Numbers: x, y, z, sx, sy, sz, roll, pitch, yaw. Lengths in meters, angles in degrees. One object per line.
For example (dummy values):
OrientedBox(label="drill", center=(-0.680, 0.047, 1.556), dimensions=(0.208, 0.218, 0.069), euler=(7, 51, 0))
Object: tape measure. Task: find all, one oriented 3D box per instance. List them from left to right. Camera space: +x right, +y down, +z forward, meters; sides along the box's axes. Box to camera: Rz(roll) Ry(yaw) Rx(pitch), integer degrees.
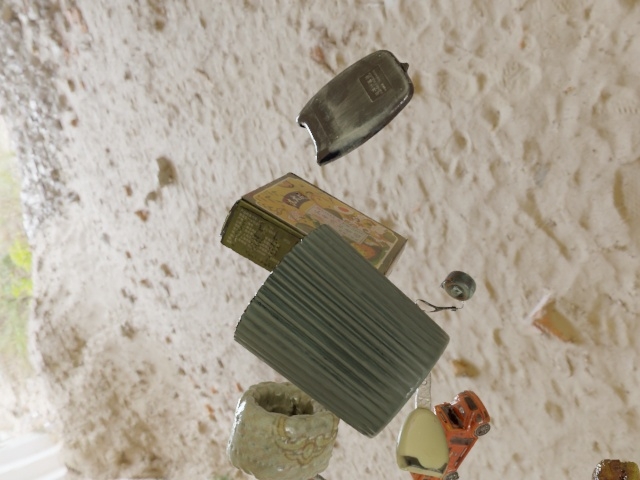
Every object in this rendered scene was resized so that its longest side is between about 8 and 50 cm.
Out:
OrientedBox(label="tape measure", center=(0.383, 0.169, 1.935), dimensions=(0.104, 0.179, 0.107), euler=(50, 150, 14))

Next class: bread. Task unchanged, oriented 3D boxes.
OrientedBox(label="bread", center=(0.643, 0.579, 1.404), dimensions=(0.103, 0.172, 0.132), euler=(7, 141, 19))

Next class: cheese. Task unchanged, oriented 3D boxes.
OrientedBox(label="cheese", center=(0.244, 0.425, 1.526), dimensions=(0.054, 0.127, 0.252), euler=(120, 163, -53))

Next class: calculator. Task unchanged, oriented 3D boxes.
OrientedBox(label="calculator", center=(0.072, -0.282, 1.331), dimensions=(0.040, 0.268, 0.177), euler=(32, -154, -57))

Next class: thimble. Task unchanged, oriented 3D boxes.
OrientedBox(label="thimble", center=(-0.099, 0.519, 1.747), dimensions=(0.291, 0.291, 0.195), euler=(26, 105, 54))

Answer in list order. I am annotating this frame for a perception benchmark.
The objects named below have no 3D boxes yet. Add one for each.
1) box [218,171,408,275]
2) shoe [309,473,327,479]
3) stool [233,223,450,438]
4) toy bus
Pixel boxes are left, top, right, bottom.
OrientedBox(label="box", center=(0.000, 0.000, 1.711), dimensions=(0.420, 0.373, 0.138), euler=(31, 114, 8))
OrientedBox(label="shoe", center=(-0.051, 0.744, 1.891), dimensions=(0.291, 0.137, 0.114), euler=(40, 159, -23))
OrientedBox(label="stool", center=(0.049, 0.181, 1.256), dimensions=(0.330, 0.297, 0.297), euler=(38, 147, 10))
OrientedBox(label="toy bus", center=(0.403, 0.634, 2.065), dimensions=(0.329, 0.153, 0.143), euler=(-64, 29, 25))
